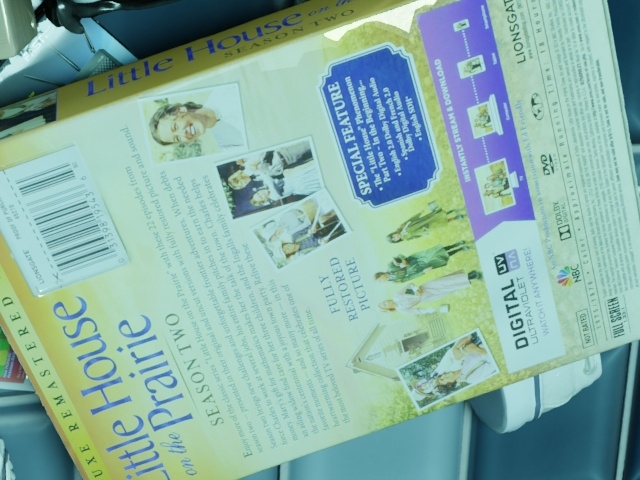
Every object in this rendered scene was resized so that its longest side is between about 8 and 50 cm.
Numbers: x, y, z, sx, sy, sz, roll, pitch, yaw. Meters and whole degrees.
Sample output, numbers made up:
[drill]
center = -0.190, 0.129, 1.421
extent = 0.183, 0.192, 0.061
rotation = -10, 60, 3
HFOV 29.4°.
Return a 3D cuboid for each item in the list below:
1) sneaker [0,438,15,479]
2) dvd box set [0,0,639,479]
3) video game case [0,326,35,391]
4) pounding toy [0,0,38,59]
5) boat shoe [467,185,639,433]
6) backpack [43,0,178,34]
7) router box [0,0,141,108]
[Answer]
[sneaker]
center = -0.300, 0.168, 0.832
extent = 0.153, 0.094, 0.235
rotation = -8, 131, -1
[dvd box set]
center = 0.000, 0.000, 0.805
extent = 0.420, 0.062, 0.308
rotation = -20, 121, 0
[video game case]
center = -0.198, 0.016, 0.830
extent = 0.183, 0.023, 0.201
rotation = 8, 118, -22
[pounding toy]
center = -0.282, -0.205, 0.722
extent = 0.181, 0.094, 0.206
rotation = -8, 109, 0
[boat shoe]
center = 0.170, -0.029, 0.939
extent = 0.156, 0.136, 0.367
rotation = -20, 115, -16
[backpack]
center = -0.048, -0.233, 0.685
extent = 0.253, 0.225, 0.191
rotation = -11, 113, -21
[router box]
center = -0.180, -0.094, 0.825
extent = 0.092, 0.038, 0.122
rotation = 40, 88, -27
